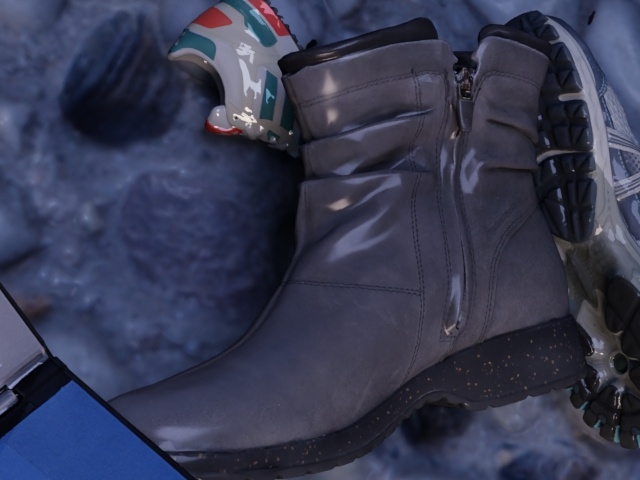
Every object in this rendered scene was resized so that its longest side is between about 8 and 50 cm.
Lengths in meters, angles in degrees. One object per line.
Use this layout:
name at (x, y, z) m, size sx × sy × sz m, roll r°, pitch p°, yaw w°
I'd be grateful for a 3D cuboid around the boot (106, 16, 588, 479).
boot at (0.000, 0.000, 0.920) m, size 0.338 × 0.118 × 0.223 m, roll -14°, pitch 97°, yaw -40°

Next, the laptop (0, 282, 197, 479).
laptop at (-0.256, 0.127, 0.666) m, size 0.382 × 0.236 × 0.408 m, roll -39°, pitch 105°, yaw -21°

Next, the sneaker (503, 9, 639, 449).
sneaker at (0.181, -0.011, 1.062) m, size 0.122 × 0.110 × 0.283 m, roll -8°, pitch 76°, yaw -46°

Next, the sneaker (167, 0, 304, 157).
sneaker at (-0.028, -0.072, 1.008) m, size 0.075 × 0.057 × 0.161 m, roll -37°, pitch 91°, yaw -13°
